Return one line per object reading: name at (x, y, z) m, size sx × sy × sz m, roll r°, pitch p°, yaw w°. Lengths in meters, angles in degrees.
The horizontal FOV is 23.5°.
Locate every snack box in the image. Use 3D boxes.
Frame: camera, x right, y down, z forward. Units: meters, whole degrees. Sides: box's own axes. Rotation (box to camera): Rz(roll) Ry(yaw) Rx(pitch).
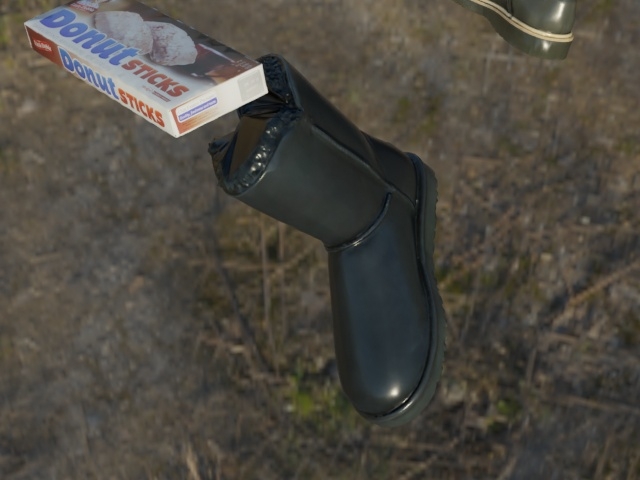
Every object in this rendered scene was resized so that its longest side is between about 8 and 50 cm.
snack box at (-0.107, -0.109, 0.915) m, size 0.064 × 0.022 × 0.178 m, roll -30°, pitch 38°, yaw -24°

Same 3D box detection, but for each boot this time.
boot at (0.000, 0.000, 1.171) m, size 0.094 × 0.207 × 0.246 m, roll -20°, pitch 54°, yaw 38°
boot at (0.183, -0.267, 1.403) m, size 0.077 × 0.137 × 0.198 m, roll -5°, pitch 34°, yaw -35°
